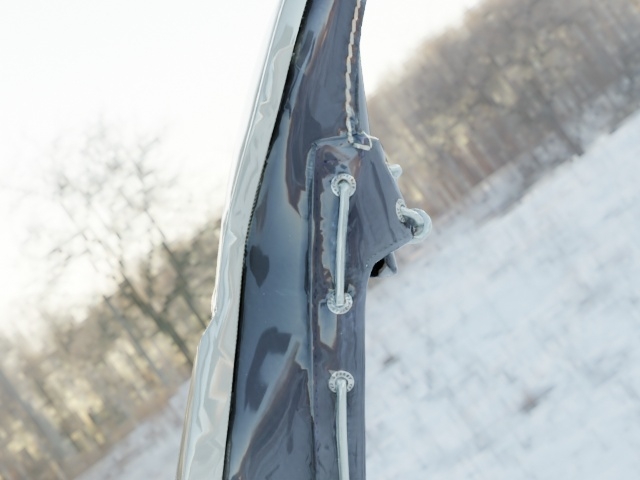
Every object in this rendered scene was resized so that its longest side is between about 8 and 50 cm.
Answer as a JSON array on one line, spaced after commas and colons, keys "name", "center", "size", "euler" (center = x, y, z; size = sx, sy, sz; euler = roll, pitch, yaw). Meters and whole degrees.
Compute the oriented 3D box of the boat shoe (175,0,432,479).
[{"name": "boat shoe", "center": [0.000, 0.000, 0.478], "size": [0.075, 0.065, 0.206], "euler": [138, 143, -80]}]
